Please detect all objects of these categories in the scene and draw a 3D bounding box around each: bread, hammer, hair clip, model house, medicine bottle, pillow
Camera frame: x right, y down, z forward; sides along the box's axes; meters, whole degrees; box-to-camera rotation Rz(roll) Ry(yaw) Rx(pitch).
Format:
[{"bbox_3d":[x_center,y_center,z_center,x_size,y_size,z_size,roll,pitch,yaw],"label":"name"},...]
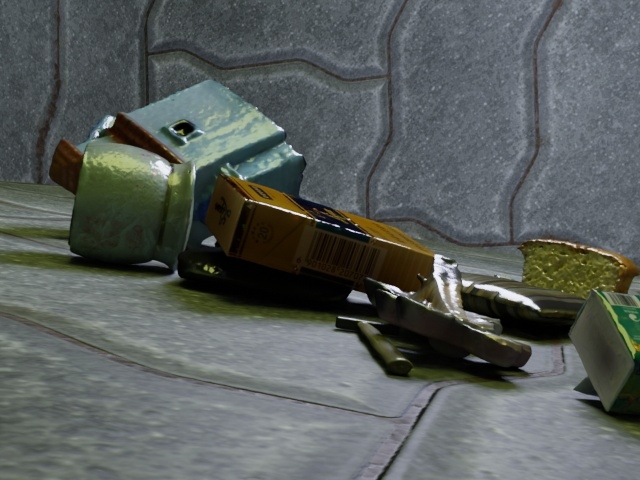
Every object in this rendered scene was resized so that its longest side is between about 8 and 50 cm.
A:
[{"bbox_3d":[0.372,0.055,1.366,0.065,0.103,0.187,5,3,-43],"label":"bread"},{"bbox_3d":[0.054,0.088,0.797,0.062,0.013,0.199,8,4,-6],"label":"hammer"},{"bbox_3d":[0.116,0.067,0.860,0.146,0.075,0.257,25,9,-4],"label":"hair clip"},{"bbox_3d":[-0.244,-0.075,1.458,0.329,0.251,0.295,-23,47,-37],"label":"model house"},{"bbox_3d":[-0.228,-0.042,1.152,0.143,0.147,0.147,9,3,-13],"label":"medicine bottle"},{"bbox_3d":[0.226,0.073,1.140,0.212,0.052,0.208,14,4,42],"label":"pillow"}]

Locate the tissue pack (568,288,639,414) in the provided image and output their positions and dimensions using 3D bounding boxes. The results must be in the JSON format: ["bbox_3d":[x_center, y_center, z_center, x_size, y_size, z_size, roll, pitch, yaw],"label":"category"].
[{"bbox_3d":[0.253,0.095,0.704,0.111,0.079,0.085,7,35,-14],"label":"tissue pack"}]

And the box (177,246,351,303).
[{"bbox_3d":[-0.059,0.038,1.102,0.201,0.042,0.212,9,4,10],"label":"box"}]

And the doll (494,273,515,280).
[{"bbox_3d":[0.299,0.073,1.519,0.037,0.027,0.125,16,4,5],"label":"doll"}]

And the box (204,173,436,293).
[{"bbox_3d":[0.000,0.001,1.044,0.237,0.070,0.152,19,9,-19],"label":"box"}]
